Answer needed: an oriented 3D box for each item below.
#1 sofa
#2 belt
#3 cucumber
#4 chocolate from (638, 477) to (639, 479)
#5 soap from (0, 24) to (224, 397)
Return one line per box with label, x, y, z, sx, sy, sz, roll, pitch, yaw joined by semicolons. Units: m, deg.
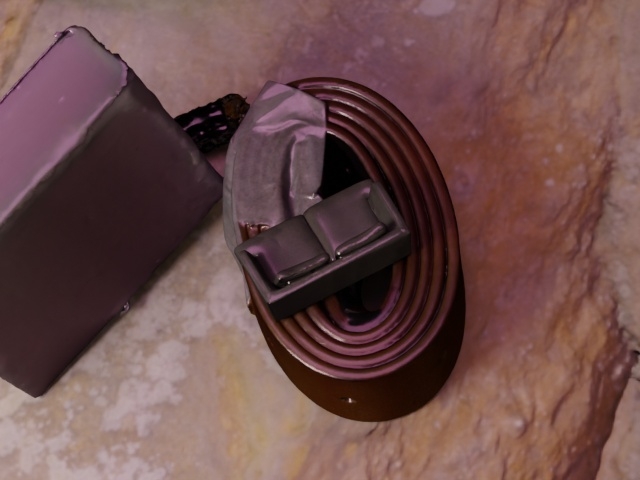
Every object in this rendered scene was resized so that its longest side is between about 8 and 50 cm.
sofa;0.000;0.000;1.767;0.147;0.060;0.085;-27;63;-6
belt;0.021;0.003;1.865;0.217;0.122;0.339;-16;62;0
cucumber;-0.155;-0.101;1.992;0.181;0.053;0.053;-20;61;3
chocolate;0.309;0.316;1.650;0.185;0.100;0.303;32;75;13
soap;-0.245;-0.018;1.811;0.107;0.285;0.296;39;83;23
